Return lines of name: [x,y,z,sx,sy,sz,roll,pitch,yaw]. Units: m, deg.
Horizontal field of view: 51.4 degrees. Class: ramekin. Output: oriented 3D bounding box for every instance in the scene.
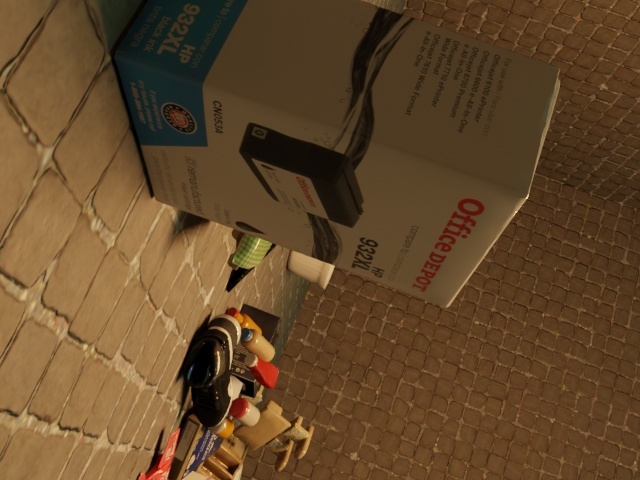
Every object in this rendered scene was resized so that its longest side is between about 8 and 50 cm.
ramekin: [0.000,0.000,2.066,0.277,0.135,0.277,21,90,-86]

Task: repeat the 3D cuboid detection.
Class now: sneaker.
sneaker: [-0.197,0.241,1.124,0.121,0.079,0.217,-49,151,-69]

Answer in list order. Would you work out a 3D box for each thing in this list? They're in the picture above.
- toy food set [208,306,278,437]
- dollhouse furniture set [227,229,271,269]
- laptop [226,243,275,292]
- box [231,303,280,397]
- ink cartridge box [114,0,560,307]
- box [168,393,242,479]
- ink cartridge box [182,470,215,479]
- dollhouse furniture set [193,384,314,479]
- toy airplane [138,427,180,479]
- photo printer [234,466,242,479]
toy food set: [-0.155,0.249,1.258,0.104,0.111,0.232,56,46,-49]
dollhouse furniture set: [-0.012,-0.061,0.903,0.197,0.151,0.301,-63,-169,12]
laptop: [-0.019,0.023,1.278,0.264,0.136,0.234,-45,-179,14]
box: [-0.159,0.250,1.492,0.156,0.093,0.158,102,8,-64]
ink cartridge box: [0.009,-0.082,0.572,0.223,0.307,0.129,101,10,-63]
box: [-0.225,0.384,1.348,0.136,0.036,0.225,-67,167,11]
ink cartridge box: [-0.249,0.546,1.371,0.092,0.143,0.090,106,6,-47]
dollhouse furniture set: [-0.181,0.488,1.594,0.242,0.212,0.161,-41,-167,30]
toy airplane: [-0.273,0.387,1.104,0.151,0.028,0.151,19,90,-85]
photo printer: [-0.305,0.738,1.836,0.307,0.107,0.256,104,7,-51]
